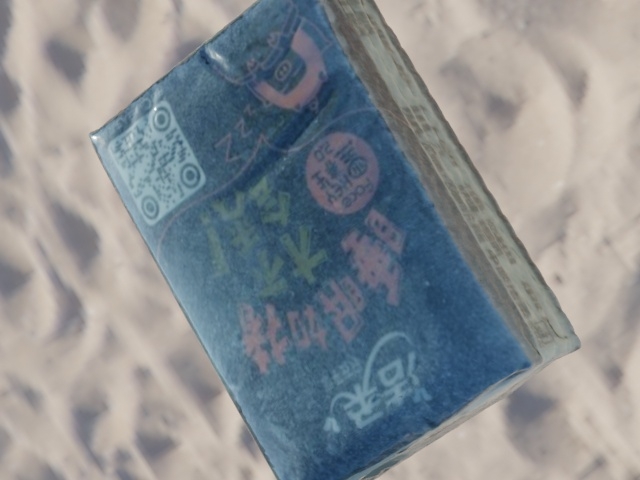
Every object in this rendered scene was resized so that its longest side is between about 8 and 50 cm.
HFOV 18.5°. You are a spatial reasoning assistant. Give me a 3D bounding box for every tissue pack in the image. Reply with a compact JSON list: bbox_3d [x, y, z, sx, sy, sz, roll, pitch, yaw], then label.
[{"bbox_3d":[0.000,0.000,1.343,0.228,0.103,0.315,-35,79,31],"label":"tissue pack"}]
